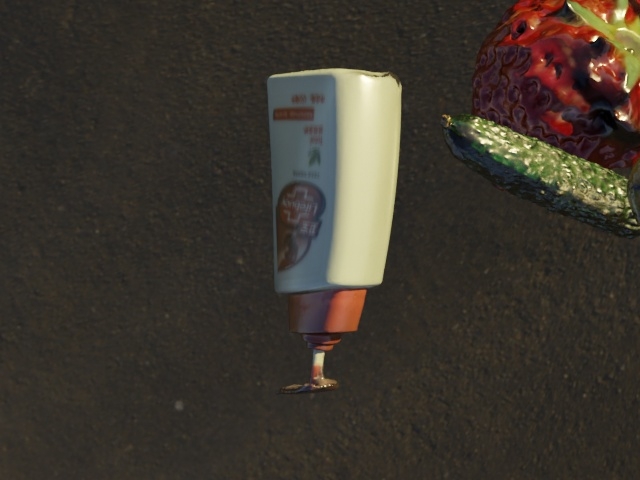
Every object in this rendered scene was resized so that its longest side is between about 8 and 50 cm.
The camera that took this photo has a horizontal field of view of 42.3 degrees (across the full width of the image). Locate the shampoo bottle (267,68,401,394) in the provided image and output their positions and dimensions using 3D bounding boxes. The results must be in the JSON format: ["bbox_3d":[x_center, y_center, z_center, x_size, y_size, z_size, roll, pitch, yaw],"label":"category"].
[{"bbox_3d":[0.000,0.000,0.699,0.153,0.071,0.284,10,96,57],"label":"shampoo bottle"}]

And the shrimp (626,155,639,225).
[{"bbox_3d":[0.393,-0.044,0.742,0.217,0.051,0.150,-14,76,17],"label":"shrimp"}]

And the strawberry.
[{"bbox_3d":[0.325,-0.211,1.163,0.310,0.292,0.292,-9,104,43],"label":"strawberry"}]

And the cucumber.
[{"bbox_3d":[0.244,-0.068,0.887,0.293,0.067,0.067,18,126,-27],"label":"cucumber"}]
